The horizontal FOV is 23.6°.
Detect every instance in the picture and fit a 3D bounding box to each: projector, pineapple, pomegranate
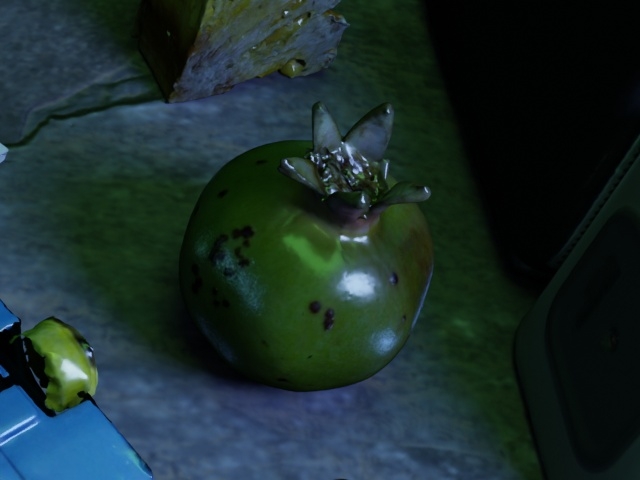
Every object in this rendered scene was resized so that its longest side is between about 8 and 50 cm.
[{"bbox_3d":[0.280,-0.219,1.216,0.242,0.405,0.395,4,49,-21],"label":"projector"},{"bbox_3d":[-0.065,-0.193,1.231,0.186,0.236,0.114,-32,55,3],"label":"pineapple"},{"bbox_3d":[0.000,0.000,1.034,0.182,0.224,0.181,11,56,-16],"label":"pomegranate"},{"bbox_3d":[0.308,0.079,1.073,0.249,0.249,0.248,6,49,-20],"label":"projector"}]

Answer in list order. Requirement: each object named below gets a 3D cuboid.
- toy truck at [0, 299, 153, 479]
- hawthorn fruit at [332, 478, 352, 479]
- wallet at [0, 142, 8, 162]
[{"bbox_3d":[-0.270,0.072,0.899,0.161,0.162,0.385,-29,65,-38],"label":"toy truck"},{"bbox_3d":[0.017,0.191,0.979,0.077,0.077,0.077,12,47,-13],"label":"hawthorn fruit"},{"bbox_3d":[-0.292,-0.089,1.128,0.122,0.025,0.061,38,40,13],"label":"wallet"}]
